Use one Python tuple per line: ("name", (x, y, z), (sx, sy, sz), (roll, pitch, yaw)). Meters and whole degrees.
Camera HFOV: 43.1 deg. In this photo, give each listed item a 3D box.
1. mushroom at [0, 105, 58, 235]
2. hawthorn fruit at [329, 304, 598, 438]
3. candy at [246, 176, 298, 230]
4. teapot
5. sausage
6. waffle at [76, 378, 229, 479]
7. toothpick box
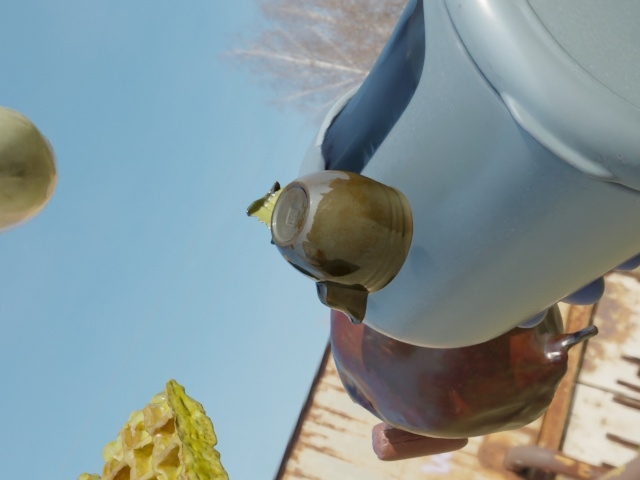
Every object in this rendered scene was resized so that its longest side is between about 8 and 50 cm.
("mushroom", (-0.476, -0.101, 1.081), (0.246, 0.246, 0.202), (62, -173, -70))
("hawthorn fruit", (0.172, 0.120, 1.083), (0.308, 0.324, 0.308), (-42, -26, -26))
("candy", (0.082, -0.077, 0.865), (0.297, 0.187, 0.081), (-39, -46, -24))
("teapot", (0.000, 0.000, 0.484), (0.080, 0.110, 0.085), (16, -91, -34))
("sausage", (0.156, 0.303, 1.254), (0.062, 0.154, 0.062), (175, 90, -75))
("waffle", (-0.178, 0.271, 0.779), (0.057, 0.229, 0.219), (30, -72, -36))
("toothpick box", (0.129, -0.051, 0.593), (0.355, 0.263, 0.263), (-51, 12, 55))
